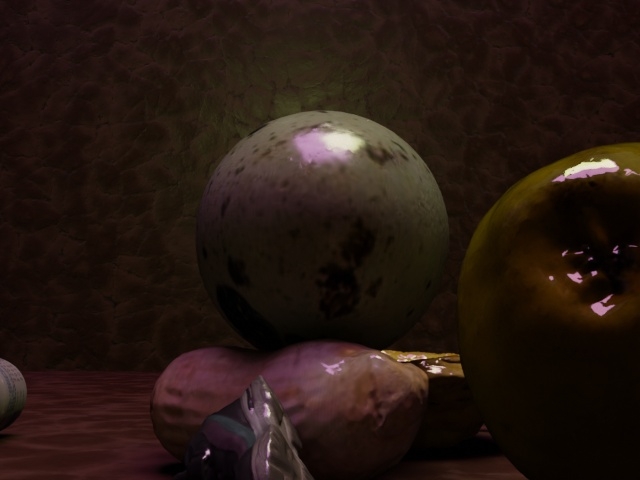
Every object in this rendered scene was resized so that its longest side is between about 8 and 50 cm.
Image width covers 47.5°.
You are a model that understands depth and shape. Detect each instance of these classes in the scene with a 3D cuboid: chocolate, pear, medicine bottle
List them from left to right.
[{"bbox_3d":[-0.434,0.195,0.890,0.105,0.105,0.168,1,-8,-5],"label":"medicine bottle"},{"bbox_3d":[-0.040,0.161,0.684,0.309,0.134,0.134,-11,-13,35],"label":"chocolate"},{"bbox_3d":[0.271,0.090,0.593,0.287,0.287,0.375,-5,-39,34],"label":"pear"}]

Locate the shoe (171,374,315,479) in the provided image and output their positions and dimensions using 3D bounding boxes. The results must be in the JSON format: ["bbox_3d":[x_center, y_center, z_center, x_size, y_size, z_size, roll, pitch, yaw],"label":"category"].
[{"bbox_3d":[-0.062,0.167,0.518,0.099,0.071,0.169,-28,19,0],"label":"shoe"}]

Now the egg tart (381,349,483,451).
[{"bbox_3d":[0.106,0.201,0.935,0.315,0.120,0.315,-1,-7,0],"label":"egg tart"}]

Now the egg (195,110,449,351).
[{"bbox_3d":[0.000,0.000,0.820,0.288,0.287,0.379,0,0,6],"label":"egg"}]
